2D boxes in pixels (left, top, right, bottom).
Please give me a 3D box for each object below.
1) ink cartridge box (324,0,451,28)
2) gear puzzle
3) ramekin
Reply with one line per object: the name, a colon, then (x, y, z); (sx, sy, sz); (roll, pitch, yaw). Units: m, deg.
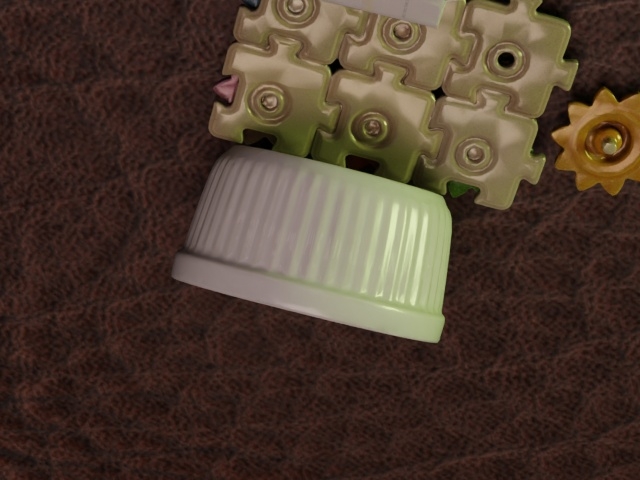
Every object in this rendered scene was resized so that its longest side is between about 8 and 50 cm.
ink cartridge box: (0.044, -0.211, 1.288); (0.143, 0.092, 0.090); (15, 164, 0)
gear puzzle: (0.097, -0.118, 1.399); (0.338, 0.044, 0.175); (14, 117, -4)
ramekin: (0.000, 0.000, 1.406); (0.207, 0.207, 0.109); (13, 89, 1)
